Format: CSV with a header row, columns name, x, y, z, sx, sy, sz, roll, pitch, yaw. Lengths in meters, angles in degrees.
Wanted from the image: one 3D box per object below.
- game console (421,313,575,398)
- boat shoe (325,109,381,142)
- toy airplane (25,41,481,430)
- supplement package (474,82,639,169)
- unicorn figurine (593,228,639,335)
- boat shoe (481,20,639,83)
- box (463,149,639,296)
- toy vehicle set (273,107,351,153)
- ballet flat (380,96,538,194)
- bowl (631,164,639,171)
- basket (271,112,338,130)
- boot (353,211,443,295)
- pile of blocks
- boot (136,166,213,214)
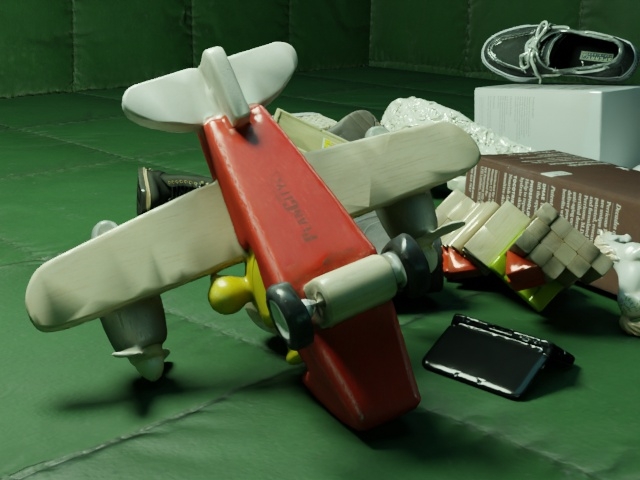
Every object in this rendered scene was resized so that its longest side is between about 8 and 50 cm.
name,x,y,z,sx,sy,sz,roll,pitch,yaw
game console,0.189,0.128,0.983,0.122,0.071,0.107,16,-8,39
boat shoe,-0.006,-0.146,1.761,0.324,0.123,0.116,-25,-4,-40
toy airplane,-0.053,-0.010,0.954,0.386,0.272,0.384,15,55,7
supplement package,0.448,-0.187,1.712,0.198,0.199,0.262,-14,17,-43
unicorn figurine,0.377,0.037,1.092,0.111,0.162,0.060,-7,-33,33
boat shoe,0.422,-0.344,1.702,0.306,0.113,0.105,20,8,37
box,0.393,-0.029,1.307,0.191,0.143,0.381,-6,20,-33
toy vehicle set,0.030,-0.137,1.605,0.266,0.035,0.166,25,23,-7
ballet flat,0.245,-0.148,1.658,0.409,0.147,0.147,26,28,34
bowl,0.617,-0.078,1.508,0.297,0.134,0.298,1,16,0
basket,-0.042,-0.193,1.879,0.167,0.113,0.103,-13,24,-40
boot,0.000,0.000,1.239,0.222,0.118,0.338,-9,15,-17
pile of blocks,0.234,0.029,1.211,0.112,0.149,0.362,-46,16,-6
boot,-0.245,-0.088,1.584,0.137,0.077,0.198,4,17,-10
